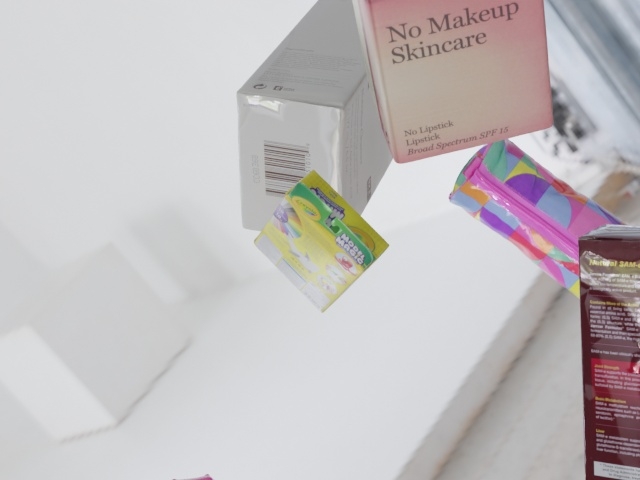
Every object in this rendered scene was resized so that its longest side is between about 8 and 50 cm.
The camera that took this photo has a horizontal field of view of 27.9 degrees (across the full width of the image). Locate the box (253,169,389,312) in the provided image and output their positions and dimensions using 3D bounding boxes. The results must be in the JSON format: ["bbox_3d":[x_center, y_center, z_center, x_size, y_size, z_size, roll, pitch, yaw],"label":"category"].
[{"bbox_3d":[0.000,0.000,1.242,0.043,0.105,0.179,-44,-2,-21],"label":"box"}]

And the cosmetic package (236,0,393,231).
[{"bbox_3d":[0.018,-0.184,1.826,0.156,0.217,0.385,10,34,16],"label":"cosmetic package"}]

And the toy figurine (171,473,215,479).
[{"bbox_3d":[-0.121,0.274,1.133,0.130,0.159,0.173,-16,30,-42],"label":"toy figurine"}]

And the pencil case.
[{"bbox_3d":[0.247,-0.013,1.340,0.104,0.236,0.104,-52,-8,-10],"label":"pencil case"}]

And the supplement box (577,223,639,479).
[{"bbox_3d":[0.304,0.110,1.148,0.130,0.239,0.073,4,13,32],"label":"supplement box"}]

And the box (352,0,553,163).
[{"bbox_3d":[0.106,-0.203,1.096,0.148,0.232,0.127,-14,42,1],"label":"box"}]
